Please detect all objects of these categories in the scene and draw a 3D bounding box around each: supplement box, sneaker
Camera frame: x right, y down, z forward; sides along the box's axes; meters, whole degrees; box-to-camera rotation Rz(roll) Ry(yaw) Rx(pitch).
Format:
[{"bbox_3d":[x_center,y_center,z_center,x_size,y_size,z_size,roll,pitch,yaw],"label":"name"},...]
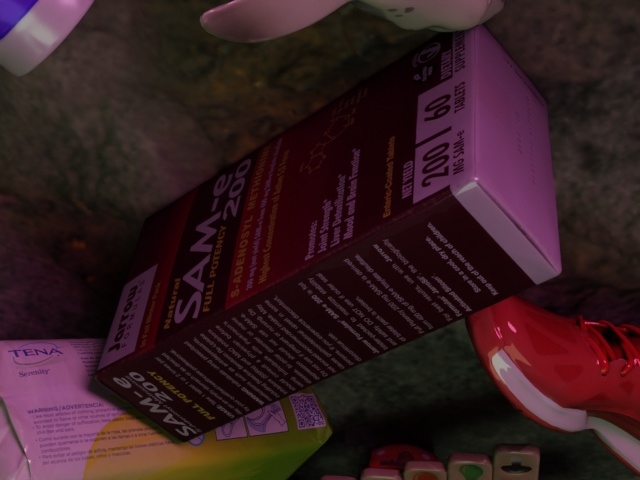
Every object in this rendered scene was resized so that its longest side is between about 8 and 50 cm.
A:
[{"bbox_3d":[0.000,0.000,0.548,0.239,0.130,0.073,-29,124,30],"label":"supplement box"},{"bbox_3d":[0.193,0.062,0.630,0.221,0.087,0.128,29,124,-36],"label":"sneaker"}]

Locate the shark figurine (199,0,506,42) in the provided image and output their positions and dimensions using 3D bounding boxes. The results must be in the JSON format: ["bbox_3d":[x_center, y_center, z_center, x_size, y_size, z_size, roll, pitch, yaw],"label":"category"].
[{"bbox_3d":[0.011,-0.187,0.392,0.166,0.116,0.278,-21,147,-19],"label":"shark figurine"}]

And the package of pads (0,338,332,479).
[{"bbox_3d":[-0.168,0.173,0.681,0.229,0.101,0.296,3,138,-44],"label":"package of pads"}]

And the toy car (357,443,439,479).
[{"bbox_3d":[0.035,0.239,0.832,0.225,0.053,0.239,-19,128,25],"label":"toy car"}]

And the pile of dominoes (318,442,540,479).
[{"bbox_3d":[0.065,0.232,0.754,0.251,0.040,0.196,-15,130,21],"label":"pile of dominoes"}]

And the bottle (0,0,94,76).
[{"bbox_3d":[-0.216,-0.181,0.427,0.118,0.092,0.283,-32,123,33],"label":"bottle"}]
